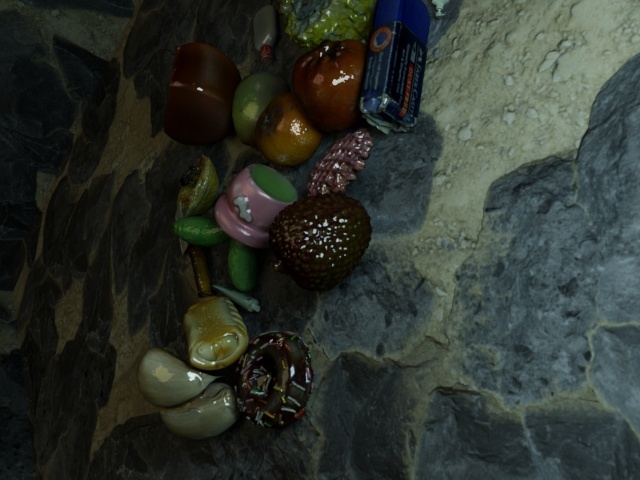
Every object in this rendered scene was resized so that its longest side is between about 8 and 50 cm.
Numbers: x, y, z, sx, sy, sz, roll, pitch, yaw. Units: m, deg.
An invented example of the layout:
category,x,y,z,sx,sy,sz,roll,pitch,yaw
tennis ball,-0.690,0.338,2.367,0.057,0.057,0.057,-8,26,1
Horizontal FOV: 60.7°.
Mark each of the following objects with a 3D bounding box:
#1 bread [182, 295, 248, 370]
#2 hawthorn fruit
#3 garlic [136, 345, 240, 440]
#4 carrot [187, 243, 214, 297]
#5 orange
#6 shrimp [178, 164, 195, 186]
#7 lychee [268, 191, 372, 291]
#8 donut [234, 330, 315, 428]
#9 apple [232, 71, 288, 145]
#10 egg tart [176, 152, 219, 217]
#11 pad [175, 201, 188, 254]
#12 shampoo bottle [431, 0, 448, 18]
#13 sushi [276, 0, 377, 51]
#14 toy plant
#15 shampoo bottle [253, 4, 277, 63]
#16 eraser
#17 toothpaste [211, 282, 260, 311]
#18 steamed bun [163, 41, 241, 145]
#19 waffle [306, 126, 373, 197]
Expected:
category,x,y,z,sx,sy,sz,roll,pitch,yaw
bread,-0.306,0.268,1.600,0.172,0.121,0.311,-23,24,-9
hawthorn fruit,0.042,-0.391,1.450,0.224,0.261,0.224,-6,40,5
garlic,-0.388,0.438,1.597,0.313,0.249,0.286,18,117,52
carrot,-0.412,0.081,1.868,0.070,0.070,0.260,-41,53,30
orange,-0.093,-0.328,1.594,0.224,0.170,0.224,-16,67,41
shrimp,-0.474,-0.232,1.941,0.161,0.034,0.091,13,79,63
lychee,0.000,0.000,1.352,0.271,0.236,0.236,-30,52,6
donut,-0.127,0.365,1.444,0.269,0.103,0.270,-19,63,43
apple,-0.197,-0.449,1.791,0.193,0.120,0.265,-4,76,34
egg tart,-0.435,-0.183,1.964,0.232,0.098,0.252,8,79,57
pad,-0.493,-0.040,1.934,0.232,0.004,0.157,151,108,-69
shampoo bottle,0.304,-0.626,1.380,0.049,0.034,0.141,0,77,39
sushi,0.059,-0.720,1.523,0.351,0.240,0.397,-33,58,34
toy plant,-0.241,-0.062,1.611,0.317,0.210,0.356,41,126,3
shampoo bottle,-0.193,-0.720,1.920,0.108,0.051,0.221,-24,59,36
eraser,0.189,-0.441,1.352,0.101,0.155,0.332,2,77,43
toothpaste,-0.253,0.171,1.678,0.218,0.064,0.041,24,109,44
steamed bun,-0.403,-0.492,1.910,0.379,0.248,0.235,131,146,-62
waffle,0.049,-0.201,1.445,0.234,0.055,0.221,-32,32,34
